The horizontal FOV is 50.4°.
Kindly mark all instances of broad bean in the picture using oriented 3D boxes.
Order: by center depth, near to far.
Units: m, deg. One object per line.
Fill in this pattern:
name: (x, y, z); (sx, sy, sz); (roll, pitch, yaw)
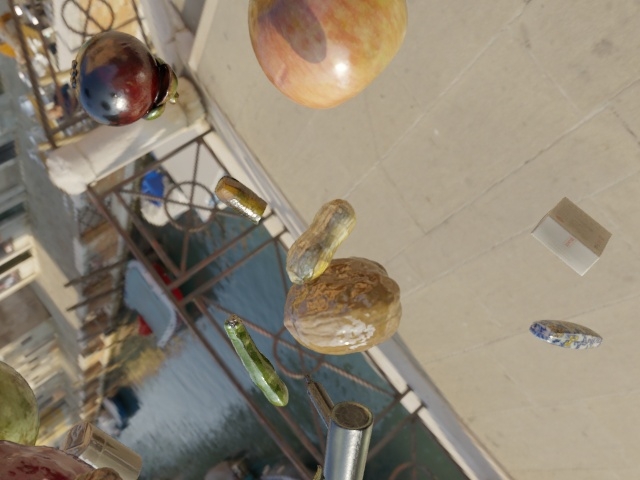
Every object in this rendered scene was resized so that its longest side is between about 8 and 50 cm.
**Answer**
broad bean: (-0.139, 0.264, 1.471); (0.098, 0.056, 0.318); (48, 166, 46)

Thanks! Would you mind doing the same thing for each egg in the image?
egg: (-0.602, 0.299, 1.121); (0.238, 0.238, 0.289); (36, 160, 30)

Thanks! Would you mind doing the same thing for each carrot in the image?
carrot: (-0.222, -0.115, 1.944); (0.173, 0.082, 0.082); (34, 163, -29)

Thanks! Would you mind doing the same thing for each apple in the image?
apple: (0.012, -0.528, 1.635); (0.346, 0.391, 0.392); (41, 160, -30)

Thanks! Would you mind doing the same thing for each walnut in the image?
walnut: (0.058, 0.193, 1.993); (0.306, 0.344, 0.305); (161, 90, -82)

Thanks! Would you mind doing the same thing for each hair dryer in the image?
hair dryer: (0.016, 0.353, 1.304); (0.248, 0.078, 0.195); (-126, 38, -56)

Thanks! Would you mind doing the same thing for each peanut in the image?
peanut: (0.000, 0.000, 1.396); (0.087, 0.206, 0.087); (31, 160, 13)

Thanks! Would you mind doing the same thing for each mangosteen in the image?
mangosteen: (-0.350, -0.288, 1.236); (0.200, 0.200, 0.199); (37, 148, 28)

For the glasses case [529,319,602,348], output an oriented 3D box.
glasses case: (0.665, 0.254, 1.831); (0.087, 0.248, 0.065); (29, 104, 54)

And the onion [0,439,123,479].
onion: (-0.315, 0.350, 0.711); (0.347, 0.348, 0.385); (49, 118, 8)

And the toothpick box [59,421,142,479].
toothpick box: (-0.542, 0.536, 1.680); (0.111, 0.111, 0.180); (16, 154, 49)

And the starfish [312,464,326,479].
starfish: (-0.049, 0.659, 1.672); (0.050, 0.223, 0.216); (10, 136, 26)

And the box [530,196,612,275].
box: (0.542, -0.014, 1.462); (0.141, 0.201, 0.058); (42, 120, 12)
